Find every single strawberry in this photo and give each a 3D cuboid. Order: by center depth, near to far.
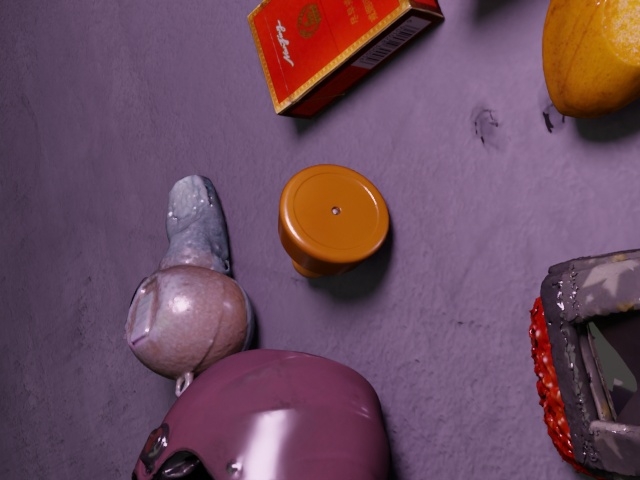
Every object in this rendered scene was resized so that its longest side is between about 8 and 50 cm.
[{"bbox_3d":[0.238,0.133,0.696,0.121,0.082,0.188,-37,69,43],"label":"strawberry"}]

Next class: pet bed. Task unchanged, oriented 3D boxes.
[{"bbox_3d":[0.290,0.081,0.545,0.159,0.210,0.183,-18,76,47],"label":"pet bed"}]

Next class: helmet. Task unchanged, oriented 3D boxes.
[{"bbox_3d":[-0.062,0.239,0.901,0.338,0.271,0.197,-21,46,49],"label":"helmet"}]

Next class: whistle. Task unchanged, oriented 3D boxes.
[{"bbox_3d":[-0.177,0.062,1.091,0.189,0.189,0.348,-32,48,42],"label":"whistle"}]

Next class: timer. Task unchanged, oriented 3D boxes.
[{"bbox_3d":[0.000,0.000,0.926,0.132,0.132,0.152,66,156,21],"label":"timer"}]

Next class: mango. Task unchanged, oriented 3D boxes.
[{"bbox_3d":[0.269,-0.200,0.640,0.141,0.102,0.217,34,121,13],"label":"mango"}]

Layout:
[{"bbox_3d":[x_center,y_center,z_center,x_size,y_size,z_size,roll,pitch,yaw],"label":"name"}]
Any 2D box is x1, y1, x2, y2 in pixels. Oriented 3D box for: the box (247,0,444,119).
[{"bbox_3d":[0.021,-0.271,0.910,0.239,0.074,0.153,-30,74,41],"label":"box"}]
